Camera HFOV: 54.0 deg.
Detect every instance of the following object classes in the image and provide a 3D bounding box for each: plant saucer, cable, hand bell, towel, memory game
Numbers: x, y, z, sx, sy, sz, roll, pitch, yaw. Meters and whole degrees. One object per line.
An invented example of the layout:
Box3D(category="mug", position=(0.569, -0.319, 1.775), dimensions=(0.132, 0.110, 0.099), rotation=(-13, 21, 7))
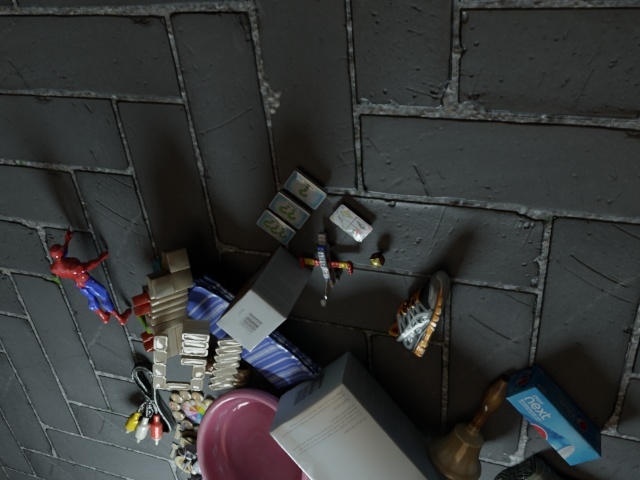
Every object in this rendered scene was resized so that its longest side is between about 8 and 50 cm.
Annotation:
Box3D(category="plant saucer", position=(-0.151, 0.520, 1.534), dimensions=(0.332, 0.084, 0.333), rotation=(2, 94, 30))
Box3D(category="cable", position=(-0.469, 0.461, 1.734), dimensions=(0.139, 0.072, 0.287), rotation=(17, 128, 5))
Box3D(category="hand bell", position=(0.331, 0.380, 1.321), dimensions=(0.126, 0.126, 0.242), rotation=(24, 117, 7))
Box3D(category="towel", position=(-0.176, 0.216, 1.409), dimensions=(0.336, 0.040, 0.243), rotation=(41, 149, -7))
Box3D(category="memory game", position=(-0.334, 0.475, 1.722), dimensions=(0.186, 0.012, 0.186), rotation=(12, 127, 16))

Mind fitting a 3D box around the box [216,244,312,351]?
Box3D(category="box", position=(-0.110, 0.114, 1.261), dimensions=(0.091, 0.170, 0.130), rotation=(41, 122, -7))

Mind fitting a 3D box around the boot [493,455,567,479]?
Box3D(category="boot", position=(0.508, 0.580, 1.396), dimensions=(0.208, 0.076, 0.190), rotation=(33, 132, -10))

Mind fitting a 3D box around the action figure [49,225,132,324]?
Box3D(category="action figure", position=(-0.541, 0.073, 1.495), dimensions=(0.091, 0.139, 0.280), rotation=(1, 145, 20))

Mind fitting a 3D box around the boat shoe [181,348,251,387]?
Box3D(category="boat shoe", position=(-0.249, 0.292, 1.528), dimensions=(0.177, 0.064, 0.060), rotation=(25, 124, -2))

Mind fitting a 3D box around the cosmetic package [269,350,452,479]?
Box3D(category="cosmetic package", position=(0.098, 0.464, 1.373), dimensions=(0.217, 0.156, 0.385), rotation=(-37, 99, 16))

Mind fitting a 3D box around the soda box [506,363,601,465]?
Box3D(category="soda box", position=(0.464, 0.347, 1.245), dimensions=(0.210, 0.067, 0.071), rotation=(46, 128, -10))

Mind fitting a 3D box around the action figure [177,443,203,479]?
Box3D(category="action figure", position=(-0.278, 0.652, 1.752), dimensions=(0.285, 0.099, 0.185), rotation=(36, 129, -9))

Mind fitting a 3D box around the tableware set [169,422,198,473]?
Box3D(category="tableware set", position=(-0.381, 0.625, 1.829), dimensions=(0.128, 0.039, 0.194), rotation=(26, 129, 5))

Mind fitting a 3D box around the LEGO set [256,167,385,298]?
Box3D(category="LEGO set", position=(0.000, 0.000, 1.216), dimensions=(0.244, 0.060, 0.182), rotation=(37, 133, -5))

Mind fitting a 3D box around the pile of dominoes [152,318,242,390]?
Box3D(category="pile of dominoes", position=(-0.281, 0.267, 1.439), dimensions=(0.195, 0.040, 0.251), rotation=(6, 138, -11))

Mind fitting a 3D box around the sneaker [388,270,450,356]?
Box3D(category="sneaker", position=(0.190, 0.139, 1.213), dimensions=(0.083, 0.084, 0.215), rotation=(25, 130, 12))

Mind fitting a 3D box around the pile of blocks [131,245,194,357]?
Box3D(category="pile of blocks", position=(-0.366, 0.132, 1.382), dimensions=(0.149, 0.112, 0.362), rotation=(54, 146, 29))
